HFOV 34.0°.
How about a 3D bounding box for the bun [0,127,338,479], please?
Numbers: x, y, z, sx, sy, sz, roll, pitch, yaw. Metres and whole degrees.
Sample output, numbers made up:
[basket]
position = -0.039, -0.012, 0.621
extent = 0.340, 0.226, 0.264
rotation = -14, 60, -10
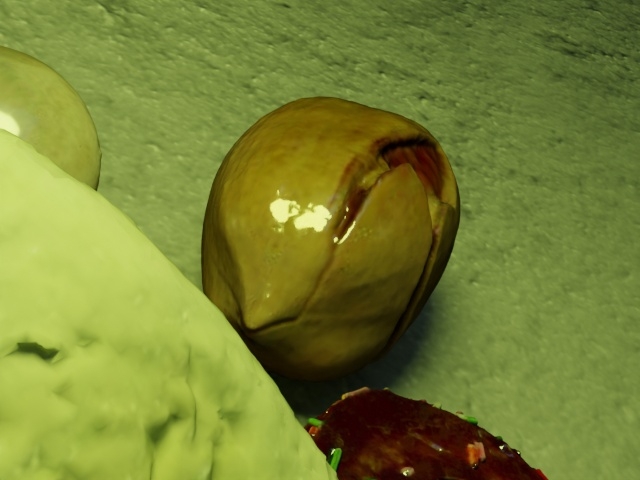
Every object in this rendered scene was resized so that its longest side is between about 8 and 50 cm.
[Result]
[bun]
position = -0.168, 0.101, 0.448
extent = 0.349, 0.352, 0.227
rotation = 41, 68, 3

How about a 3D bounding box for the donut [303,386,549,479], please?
[donut]
position = 0.069, 0.205, 0.664
extent = 0.235, 0.089, 0.235
rotation = 17, 35, -12

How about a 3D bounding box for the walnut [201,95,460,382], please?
[walnut]
position = 0.000, 0.000, 0.810
extent = 0.203, 0.203, 0.298
rotation = 30, 36, 5

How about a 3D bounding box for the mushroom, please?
[mushroom]
position = -0.233, -0.027, 0.717
extent = 0.204, 0.204, 0.204
rotation = 18, 35, -13
